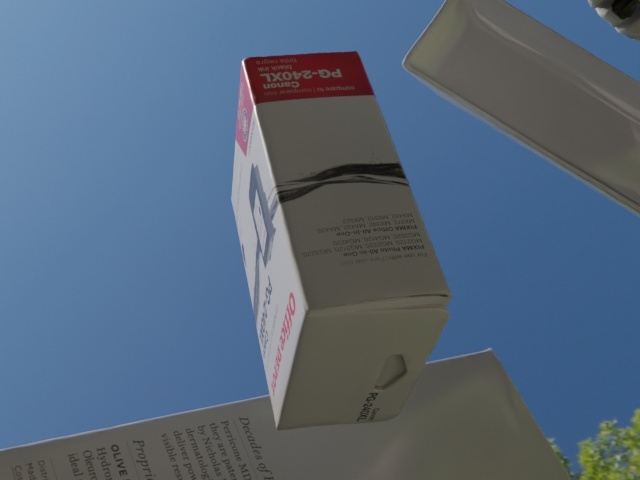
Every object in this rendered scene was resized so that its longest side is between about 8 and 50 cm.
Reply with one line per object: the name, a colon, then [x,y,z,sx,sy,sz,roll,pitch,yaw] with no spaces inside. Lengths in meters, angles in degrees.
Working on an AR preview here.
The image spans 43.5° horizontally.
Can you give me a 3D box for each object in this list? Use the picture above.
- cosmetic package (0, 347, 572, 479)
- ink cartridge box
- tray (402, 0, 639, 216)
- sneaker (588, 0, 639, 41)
cosmetic package: [-0.031,0.202,0.497,0.366,0.197,0.155,-5,-126,-37]
ink cartridge box: [0.000,0.000,0.387,0.063,0.109,0.150,-5,-127,-14]
tray: [0.201,-0.101,0.645,0.270,0.030,0.145,32,-127,2]
sneaker: [0.128,-0.211,0.399,0.110,0.292,0.118,-42,-141,18]
